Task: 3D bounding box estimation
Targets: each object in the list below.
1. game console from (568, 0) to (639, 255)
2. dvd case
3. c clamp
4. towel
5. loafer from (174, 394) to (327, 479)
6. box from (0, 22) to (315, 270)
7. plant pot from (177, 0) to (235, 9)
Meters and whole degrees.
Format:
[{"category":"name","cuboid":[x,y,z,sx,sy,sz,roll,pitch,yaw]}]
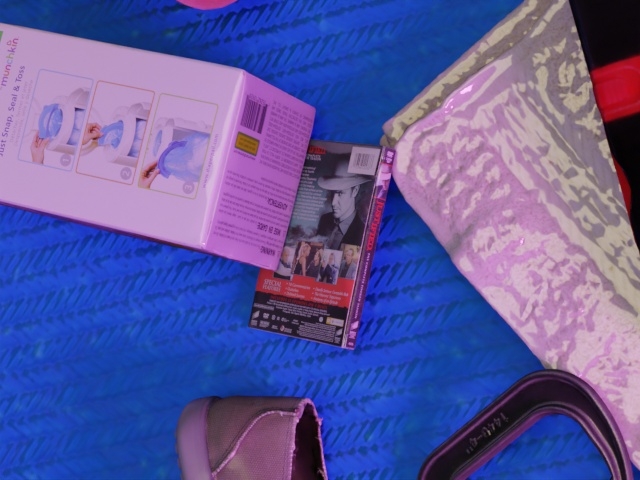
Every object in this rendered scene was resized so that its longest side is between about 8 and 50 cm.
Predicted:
[{"category":"game console","cuboid":[0.296,-0.130,0.876,0.386,0.060,0.342,-16,91,39]},{"category":"dvd case","cuboid":[0.000,0.000,1.075,0.087,0.013,0.119,8,86,47]},{"category":"c clamp","cuboid":[0.120,0.157,1.025,0.137,0.022,0.161,51,118,22]},{"category":"towel","cuboid":[0.178,-0.013,1.033,0.187,0.049,0.282,-43,76,8]},{"category":"loafer","cuboid":[-0.011,0.201,1.036,0.087,0.094,0.251,-21,79,16]},{"category":"box","cuboid":[-0.123,-0.058,1.076,0.203,0.114,0.103,13,88,22]},{"category":"plant pot","cuboid":[-0.174,-0.281,1.061,0.265,0.272,0.272,8,86,24]}]
